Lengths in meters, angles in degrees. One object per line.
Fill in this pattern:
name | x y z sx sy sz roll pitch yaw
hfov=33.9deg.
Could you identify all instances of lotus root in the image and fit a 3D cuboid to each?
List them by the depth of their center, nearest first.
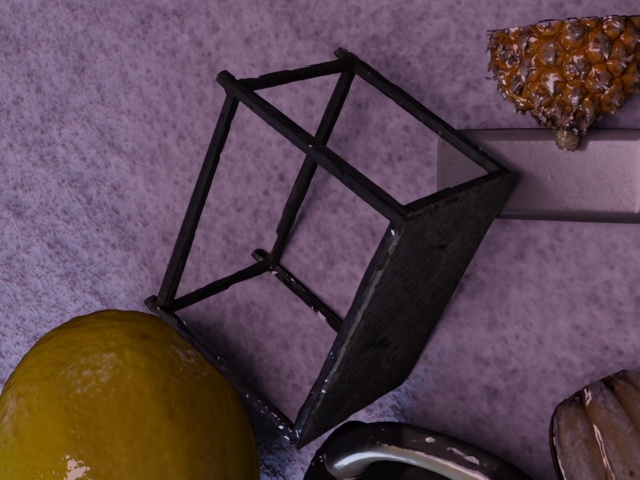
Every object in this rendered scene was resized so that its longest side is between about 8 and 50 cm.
lotus root | 0.344 0.305 1.115 0.078 0.167 0.330 137 115 -73

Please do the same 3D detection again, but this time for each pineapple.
pineapple | 0.260 -0.161 1.097 0.175 0.161 0.137 3 101 36

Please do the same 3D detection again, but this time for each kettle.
kettle | 0.145 0.324 1.152 0.324 0.228 0.321 15 132 26

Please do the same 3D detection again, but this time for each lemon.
lemon | -0.267 0.253 1.374 0.364 0.364 0.364 3 96 32

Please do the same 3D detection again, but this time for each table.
table | 0.000 0.000 1.197 0.272 0.222 0.335 40 127 23

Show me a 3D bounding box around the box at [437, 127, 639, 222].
box | 0.248 -0.074 1.170 0.243 0.055 0.103 4 96 32
